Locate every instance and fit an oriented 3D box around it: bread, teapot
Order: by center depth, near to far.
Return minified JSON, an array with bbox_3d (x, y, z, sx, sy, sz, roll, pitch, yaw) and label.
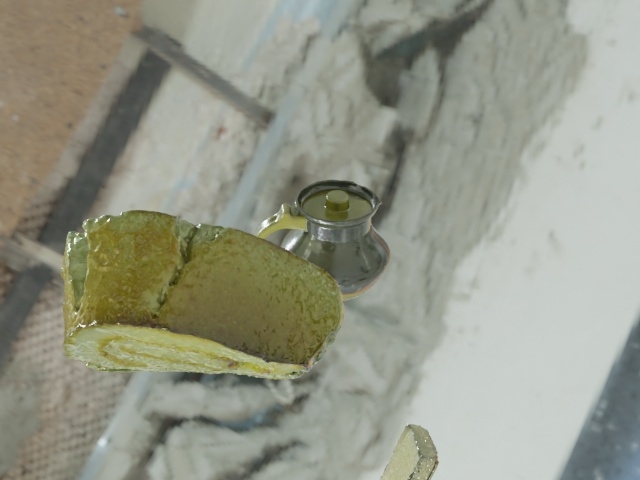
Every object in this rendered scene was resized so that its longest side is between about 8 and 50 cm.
[{"bbox_3d":[-0.112,0.060,1.411,0.257,0.186,0.124,9,-107,-14],"label":"bread"},{"bbox_3d":[0.076,0.265,1.577,0.028,0.068,0.153,19,-69,-18],"label":"bread"},{"bbox_3d":[0.000,0.000,1.789,0.166,0.130,0.119,-1,-59,-6],"label":"teapot"}]
